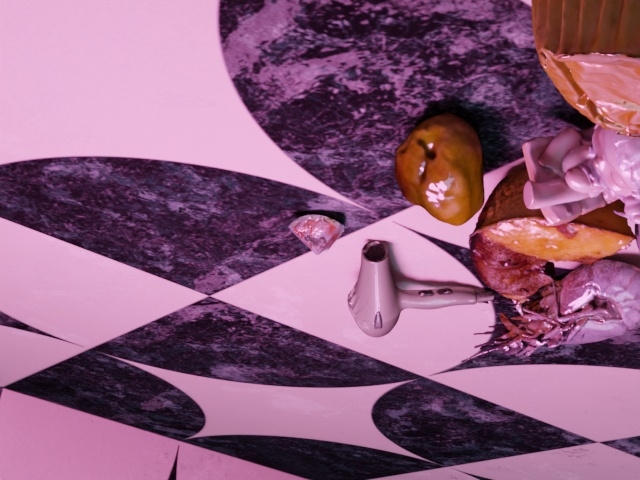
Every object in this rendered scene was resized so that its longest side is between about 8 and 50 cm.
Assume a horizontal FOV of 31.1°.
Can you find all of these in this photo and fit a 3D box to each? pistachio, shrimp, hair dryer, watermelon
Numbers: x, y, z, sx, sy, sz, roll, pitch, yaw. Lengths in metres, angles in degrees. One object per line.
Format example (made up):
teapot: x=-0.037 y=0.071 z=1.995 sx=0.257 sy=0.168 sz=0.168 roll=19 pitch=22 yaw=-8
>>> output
pistachio: x=0.149 y=-0.075 z=1.401 sx=0.100 sy=0.110 sz=0.189 roll=-23 pitch=155 yaw=-6
shrimp: x=0.346 y=0.110 z=1.732 sx=0.145 sy=0.116 sz=0.343 roll=28 pitch=143 yaw=-36
hair dryer: x=0.135 y=0.067 z=1.777 sx=0.225 sy=0.088 sz=0.219 roll=-15 pitch=145 yaw=18
watermelon: x=0.000 y=0.000 z=1.668 sx=0.085 sy=0.061 sz=0.085 roll=9 pitch=147 yaw=6

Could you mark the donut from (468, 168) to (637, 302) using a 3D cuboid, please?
donut: x=0.267 y=-0.022 z=1.474 sx=0.151 sy=0.112 sz=0.295 roll=22 pitch=155 yaw=-11

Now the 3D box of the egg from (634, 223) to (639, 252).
egg: x=0.457 y=-0.024 z=1.320 sx=0.176 sy=0.176 sz=0.232 roll=14 pitch=163 yaw=-11

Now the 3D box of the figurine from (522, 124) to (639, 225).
figurine: x=0.327 y=-0.094 z=1.241 sx=0.141 sy=0.162 sz=0.237 roll=-13 pitch=179 yaw=-26

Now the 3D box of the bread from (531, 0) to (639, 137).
bread: x=0.300 y=-0.183 z=1.041 sx=0.240 sy=0.139 sz=0.240 roll=17 pitch=167 yaw=4
